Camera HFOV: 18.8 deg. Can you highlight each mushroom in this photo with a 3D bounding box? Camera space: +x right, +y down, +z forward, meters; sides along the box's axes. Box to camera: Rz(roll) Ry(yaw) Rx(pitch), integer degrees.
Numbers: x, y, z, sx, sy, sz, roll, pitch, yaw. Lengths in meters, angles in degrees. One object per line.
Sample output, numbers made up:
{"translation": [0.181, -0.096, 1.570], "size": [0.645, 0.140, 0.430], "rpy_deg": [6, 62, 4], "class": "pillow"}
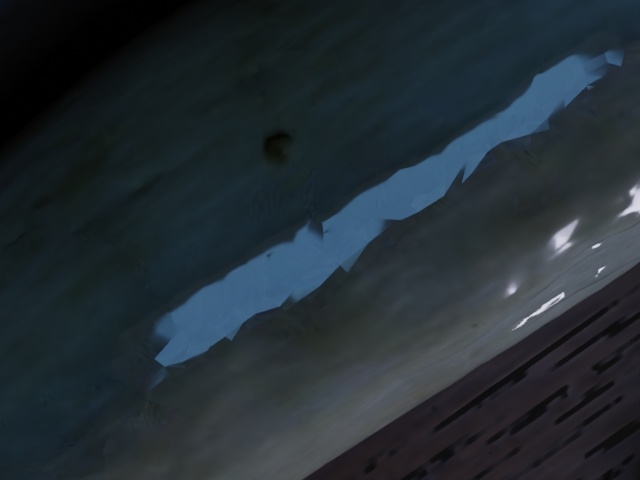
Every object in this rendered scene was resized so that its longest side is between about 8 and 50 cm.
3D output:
{"translation": [0.000, 0.000, 0.404], "size": [0.351, 0.095, 0.123], "rpy_deg": [-27, 132, 1], "class": "mushroom"}
